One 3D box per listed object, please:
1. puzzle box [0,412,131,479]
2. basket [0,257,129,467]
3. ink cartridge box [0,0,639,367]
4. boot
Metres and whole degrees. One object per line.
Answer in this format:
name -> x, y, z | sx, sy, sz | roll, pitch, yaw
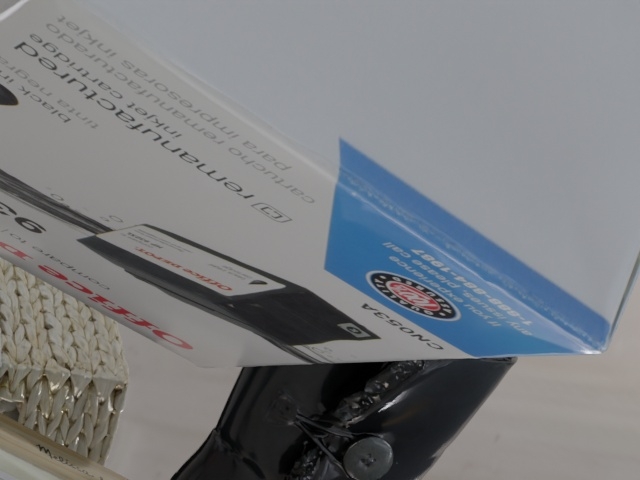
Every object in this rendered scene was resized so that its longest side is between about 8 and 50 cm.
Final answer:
puzzle box -> -0.188, 0.244, 0.850 | 0.409, 0.052, 0.272 | 33, -83, -24
basket -> -0.192, 0.086, 0.992 | 0.103, 0.167, 0.113 | 11, -65, -19
ink cartridge box -> -0.044, -0.054, 0.595 | 0.223, 0.129, 0.307 | 32, -20, -24
boot -> 0.046, 0.132, 0.793 | 0.246, 0.094, 0.207 | 29, -75, -19
